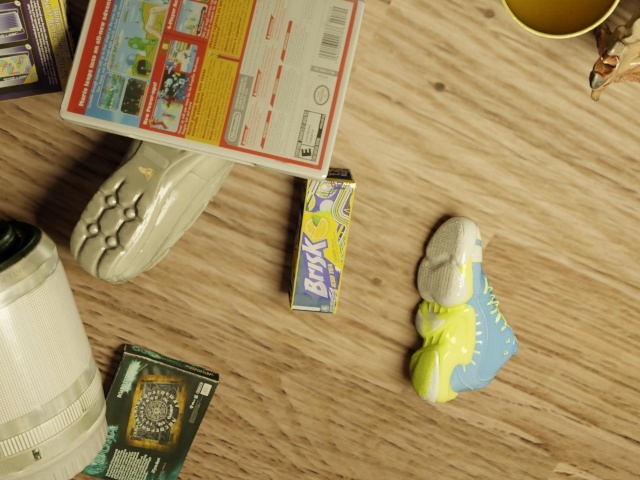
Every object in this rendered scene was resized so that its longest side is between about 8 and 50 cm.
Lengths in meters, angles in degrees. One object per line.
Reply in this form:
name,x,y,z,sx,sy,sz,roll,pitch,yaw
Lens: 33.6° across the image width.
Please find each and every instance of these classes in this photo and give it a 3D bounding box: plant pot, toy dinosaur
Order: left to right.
plant pot,0.252,-0.291,1.140,0.134,0.095,0.134,1,108,3
toy dinosaur,0.418,-0.236,1.174,0.295,0.127,0.200,7,122,-25

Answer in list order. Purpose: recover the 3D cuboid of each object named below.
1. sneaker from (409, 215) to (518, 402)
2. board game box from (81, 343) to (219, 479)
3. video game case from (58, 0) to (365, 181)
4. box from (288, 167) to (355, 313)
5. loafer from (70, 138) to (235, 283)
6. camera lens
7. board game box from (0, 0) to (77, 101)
sneaker,0.185,0.084,1.305,0.126,0.091,0.240,1,112,-25
board game box,-0.220,0.231,1.346,0.126,0.026,0.186,21,109,-12
video game case,-0.111,-0.191,1.123,0.285,0.025,0.204,13,80,-3
box,0.000,0.000,1.259,0.059,0.054,0.169,5,112,-7
loafer,-0.157,-0.089,1.191,0.112,0.111,0.319,40,92,16
camera lens,-0.373,0.129,1.189,0.219,0.219,0.274,-13,112,0
board game box,-0.342,-0.238,1.139,0.141,0.048,0.170,-9,112,-3
